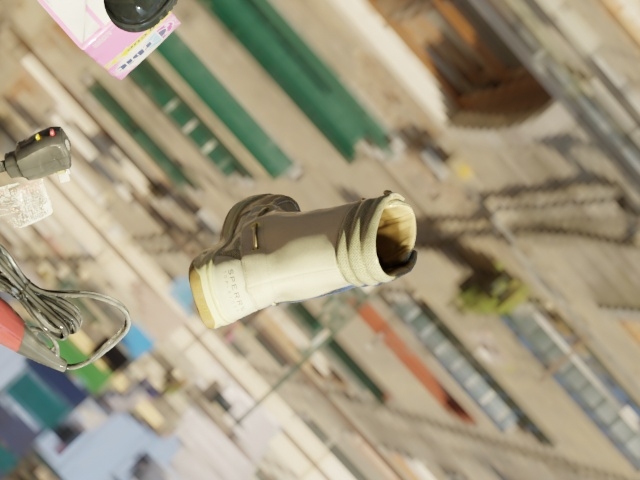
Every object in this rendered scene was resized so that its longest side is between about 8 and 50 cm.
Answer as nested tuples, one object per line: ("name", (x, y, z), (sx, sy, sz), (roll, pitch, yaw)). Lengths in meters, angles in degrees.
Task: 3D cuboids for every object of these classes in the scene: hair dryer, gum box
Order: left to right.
("hair dryer", (-0.323, 0.040, 1.552), (0.293, 0.223, 0.080), (-15, -165, -6))
("gum box", (-0.185, -0.204, 1.212), (0.062, 0.188, 0.107), (-42, 172, 1))

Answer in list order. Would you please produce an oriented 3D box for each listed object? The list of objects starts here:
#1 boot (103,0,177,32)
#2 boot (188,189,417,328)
("boot", (-0.093, -0.187, 0.999), (0.121, 0.045, 0.099), (-63, 165, -17))
("boot", (0.000, 0.000, 1.443), (0.165, 0.077, 0.213), (-15, -166, 18))
